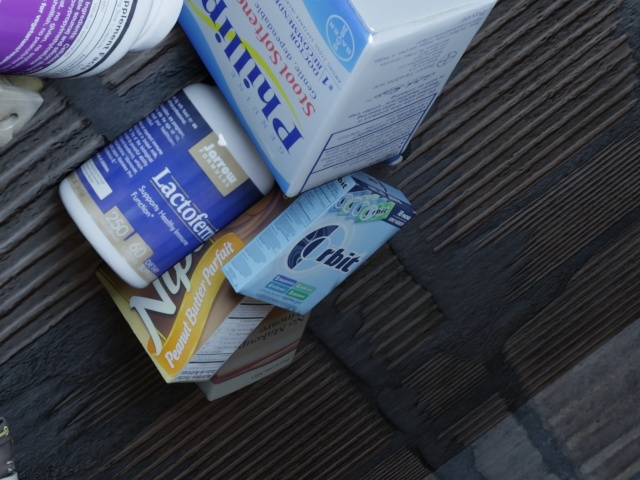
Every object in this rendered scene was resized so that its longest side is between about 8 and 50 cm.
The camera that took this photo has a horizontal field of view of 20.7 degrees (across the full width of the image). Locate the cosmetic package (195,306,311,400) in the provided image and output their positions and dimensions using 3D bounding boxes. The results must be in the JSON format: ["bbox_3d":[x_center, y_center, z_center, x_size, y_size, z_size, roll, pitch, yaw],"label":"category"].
[{"bbox_3d":[-0.098,0.066,2.323,0.153,0.129,0.296,-26,155,-28],"label":"cosmetic package"}]

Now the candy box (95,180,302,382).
[{"bbox_3d":[-0.116,0.002,2.107,0.087,0.183,0.316,3,135,-53],"label":"candy box"}]

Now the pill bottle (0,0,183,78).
[{"bbox_3d":[-0.264,-0.229,1.468,0.323,0.181,0.181,-3,140,-53],"label":"pill bottle"}]

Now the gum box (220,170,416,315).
[{"bbox_3d":[0.000,0.000,1.984,0.184,0.041,0.157,-42,152,15],"label":"gum box"}]

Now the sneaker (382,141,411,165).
[{"bbox_3d":[0.058,-0.156,2.207,0.081,0.080,0.211,-29,147,-1],"label":"sneaker"}]

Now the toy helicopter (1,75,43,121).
[{"bbox_3d":[-0.392,-0.028,1.700,0.355,0.140,0.235,-53,-178,-4],"label":"toy helicopter"}]

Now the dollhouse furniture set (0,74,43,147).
[{"bbox_3d":[-0.375,-0.116,1.589,0.184,0.129,0.129,-46,156,17],"label":"dollhouse furniture set"}]

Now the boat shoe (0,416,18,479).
[{"bbox_3d":[-0.516,0.284,2.188,0.116,0.097,0.324,-2,180,43],"label":"boat shoe"}]

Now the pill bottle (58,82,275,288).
[{"bbox_3d":[-0.146,-0.080,1.952,0.264,0.153,0.153,-38,157,1],"label":"pill bottle"}]

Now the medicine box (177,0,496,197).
[{"bbox_3d":[-0.002,-0.233,1.682,0.149,0.263,0.289,-23,161,-28],"label":"medicine box"}]
